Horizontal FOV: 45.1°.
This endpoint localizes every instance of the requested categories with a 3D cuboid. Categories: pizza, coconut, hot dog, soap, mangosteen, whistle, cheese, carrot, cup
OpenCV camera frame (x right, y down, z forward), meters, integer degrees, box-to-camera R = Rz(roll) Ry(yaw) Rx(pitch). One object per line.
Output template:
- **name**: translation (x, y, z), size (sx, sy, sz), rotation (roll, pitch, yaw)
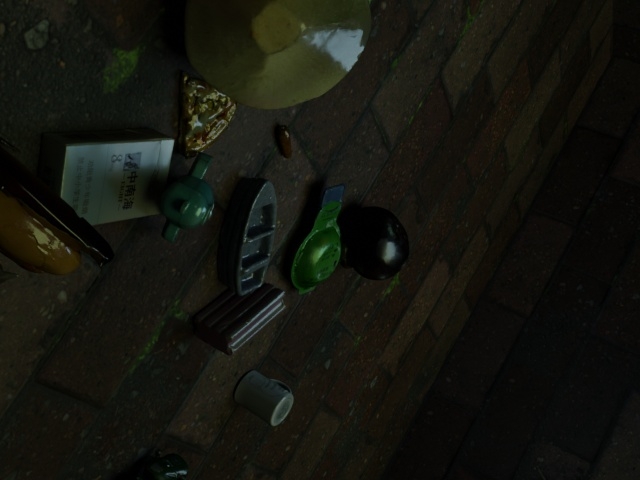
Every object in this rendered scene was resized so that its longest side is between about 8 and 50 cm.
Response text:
- **pizza**: translation (-0.222, -0.266, 1.504), size (0.185, 0.036, 0.176), rotation (-47, 147, -31)
- **coconut**: translation (-0.077, -0.397, 1.376), size (0.352, 0.352, 0.353), rotation (-39, 142, -39)
- **hot dog**: translation (-0.457, -0.051, 1.130), size (0.107, 0.194, 0.326), rotation (-41, 108, -2)
- **soap**: translation (-0.188, 0.171, 1.811), size (0.203, 0.122, 0.066), rotation (-39, 141, -38)
- **mangosteen**: translation (0.145, 0.017, 2.192), size (0.216, 0.216, 0.216), rotation (-39, 142, -39)
- **whistle**: translation (-0.245, -0.074, 1.468), size (0.186, 0.093, 0.274), rotation (-64, -174, 4)
- **cheese**: translation (0.000, 0.000, 2.035), size (0.203, 0.083, 0.321), rotation (-19, 129, -51)
- **carrot**: translation (-0.082, -0.227, 1.778), size (0.032, 0.032, 0.093), rotation (-49, 152, -28)
- **cup**: translation (-0.140, 0.409, 2.065), size (0.136, 0.133, 0.099), rotation (-44, 149, -33)

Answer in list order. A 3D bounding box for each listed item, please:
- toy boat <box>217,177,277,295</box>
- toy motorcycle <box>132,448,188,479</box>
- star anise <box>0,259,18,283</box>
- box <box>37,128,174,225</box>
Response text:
- **toy boat**: translation (-0.161, -0.014, 1.759), size (0.127, 0.078, 0.283), rotation (-22, 130, -51)
- **toy motorcycle**: translation (-0.383, 0.607, 1.831), size (0.187, 0.124, 0.275), rotation (-40, 146, -23)
- **star anise**: translation (-0.570, 0.044, 1.076), size (0.227, 0.148, 0.219), rotation (-33, 137, -29)
- **box**: translation (-0.371, -0.110, 1.341), size (0.242, 0.067, 0.155), rotation (-14, 125, -55)
